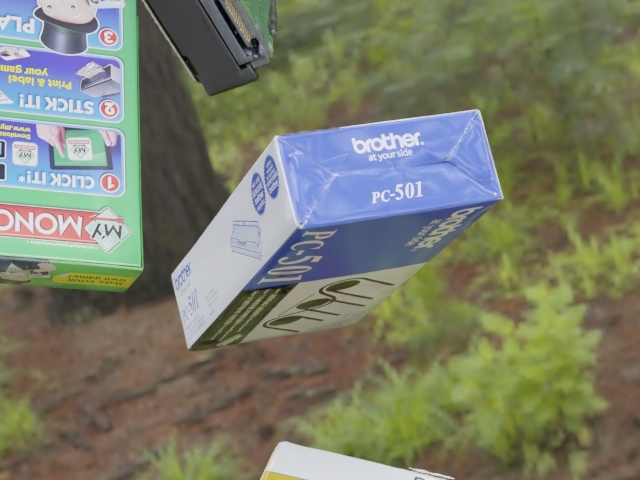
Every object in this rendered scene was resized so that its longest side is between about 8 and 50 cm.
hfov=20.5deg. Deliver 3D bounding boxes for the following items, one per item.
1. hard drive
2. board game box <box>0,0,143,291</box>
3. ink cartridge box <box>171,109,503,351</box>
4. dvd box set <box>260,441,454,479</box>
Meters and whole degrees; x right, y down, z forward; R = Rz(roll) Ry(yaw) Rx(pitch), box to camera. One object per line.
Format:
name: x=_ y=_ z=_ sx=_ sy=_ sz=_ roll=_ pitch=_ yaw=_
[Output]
hard drive: x=-0.107 y=-0.296 z=1.287 sx=0.064 sy=0.237 sz=0.339 roll=-19 pitch=42 yaw=15
board game box: x=-0.263 y=-0.086 z=1.032 sx=0.317 sy=0.213 sz=0.046 roll=6 pitch=-22 yaw=-21
ink cartridge box: x=0.000 y=0.000 z=0.842 sx=0.097 sy=0.046 sz=0.207 roll=-8 pitch=-15 yaw=-21
dvd box set: x=0.051 y=0.298 z=0.783 sx=0.308 sy=0.062 sz=0.420 roll=13 pitch=49 yaw=16
